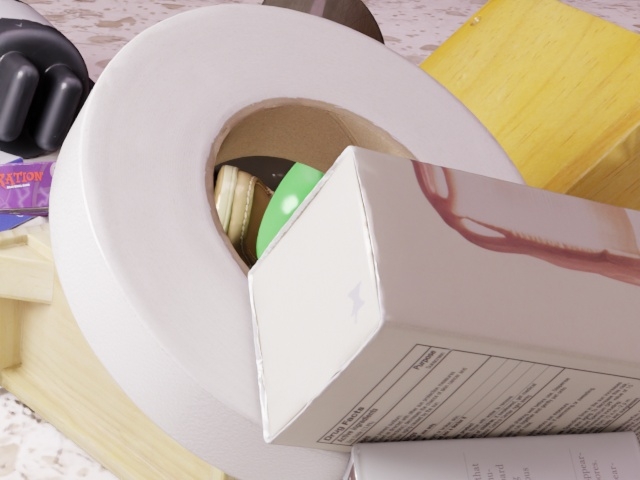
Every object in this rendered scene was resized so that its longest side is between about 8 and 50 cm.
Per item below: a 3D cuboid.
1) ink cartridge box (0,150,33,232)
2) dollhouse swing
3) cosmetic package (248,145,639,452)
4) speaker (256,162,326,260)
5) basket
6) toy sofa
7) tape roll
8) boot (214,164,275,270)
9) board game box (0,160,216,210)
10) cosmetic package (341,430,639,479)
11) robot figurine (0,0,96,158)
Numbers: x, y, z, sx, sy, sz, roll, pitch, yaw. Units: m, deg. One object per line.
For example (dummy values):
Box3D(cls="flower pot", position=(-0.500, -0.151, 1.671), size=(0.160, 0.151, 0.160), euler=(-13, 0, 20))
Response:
Box3D(cls="ink cartridge box", position=(-0.441, -0.055, 1.500), size=(0.224, 0.045, 0.223), euler=(18, 29, 25))
Box3D(cls="dollhouse swing", position=(0.296, -0.072, 1.424), size=(0.315, 0.305, 0.347), euler=(-43, 33, -3))
Box3D(cls="cosmetic package", position=(0.120, 0.057, 0.855), size=(0.296, 0.153, 0.129), euler=(11, 51, -28))
Box3D(cls="speaker", position=(0.097, 0.035, 1.167), size=(0.296, 0.131, 0.131), euler=(28, 18, -22))
Box3D(cls="basket", position=(-0.025, -0.139, 1.473), size=(0.154, 0.204, 0.227), euler=(5, 46, 14))
Box3D(cls="toy sofa", position=(-0.121, 0.108, 1.093), size=(0.177, 0.150, 0.362), euler=(-14, 31, -42))
Box3D(cls="tape roll", position=(0.000, 0.000, 0.974), size=(0.392, 0.072, 0.392), euler=(18, 50, -22))
Box3D(cls="boot", position=(0.003, 0.009, 1.269), size=(0.203, 0.095, 0.262), euler=(11, -16, 8))
Box3D(cls="board game box", position=(-0.214, -0.051, 1.337), size=(0.208, 0.056, 0.347), euler=(-7, 1, 0))
Box3D(cls="cosmetic package", position=(0.106, 0.220, 0.839), size=(0.184, 0.151, 0.151), euler=(-2, 55, -9))
Box3D(cls="robot figurine", position=(-0.390, -0.209, 1.674), size=(0.173, 0.209, 0.278), euler=(-37, 39, -10))
